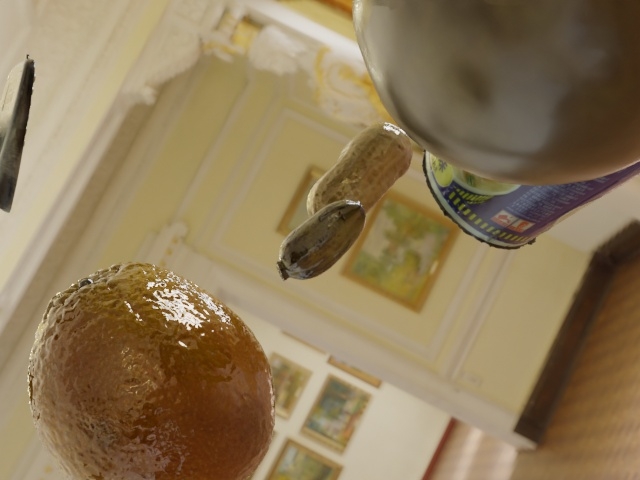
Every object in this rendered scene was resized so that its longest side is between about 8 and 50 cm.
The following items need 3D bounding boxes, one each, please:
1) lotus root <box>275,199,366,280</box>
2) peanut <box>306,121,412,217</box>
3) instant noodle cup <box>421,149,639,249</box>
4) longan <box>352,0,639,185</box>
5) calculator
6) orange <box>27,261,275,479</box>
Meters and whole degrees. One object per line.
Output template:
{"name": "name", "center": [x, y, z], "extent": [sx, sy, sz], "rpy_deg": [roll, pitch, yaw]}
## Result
{"name": "lotus root", "center": [0.000, 0.000, 1.707], "extent": [0.179, 0.089, 0.080], "rpy_deg": [-40, 35, 8]}
{"name": "peanut", "center": [0.072, -0.119, 2.031], "extent": [0.253, 0.122, 0.137], "rpy_deg": [-50, 19, -18]}
{"name": "instant noodle cup", "center": [0.286, -0.148, 1.296], "extent": [0.312, 0.284, 0.284], "rpy_deg": [-46, 9, 45]}
{"name": "longan", "center": [0.198, -0.220, 0.883], "extent": [0.361, 0.361, 0.361], "rpy_deg": [-63, -5, -9]}
{"name": "calculator", "center": [-0.511, -0.178, 1.751], "extent": [0.177, 0.040, 0.268], "rpy_deg": [1, 77, 62]}
{"name": "orange", "center": [-0.230, 0.203, 1.446], "extent": [0.322, 0.357, 0.322], "rpy_deg": [-30, 5, 3]}
